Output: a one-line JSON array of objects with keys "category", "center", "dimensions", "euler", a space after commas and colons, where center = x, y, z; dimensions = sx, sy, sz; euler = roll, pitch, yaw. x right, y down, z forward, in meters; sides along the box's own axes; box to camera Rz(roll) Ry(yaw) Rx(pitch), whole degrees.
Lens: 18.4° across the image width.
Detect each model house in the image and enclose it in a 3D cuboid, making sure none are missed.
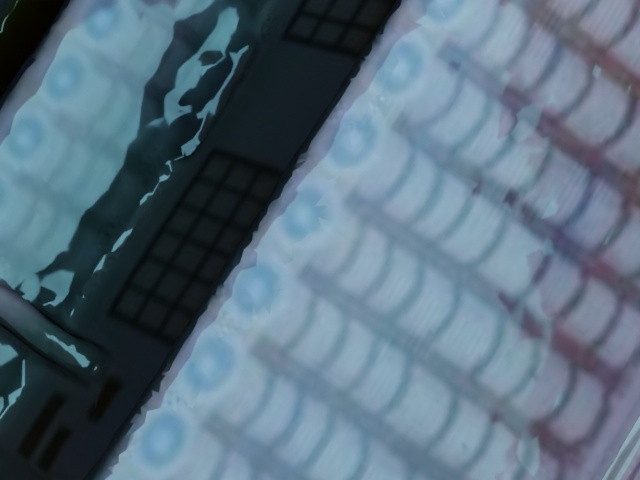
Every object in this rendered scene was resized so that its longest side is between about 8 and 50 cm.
[{"category": "model house", "center": [0.000, 0.000, 0.468], "dimensions": [0.198, 0.215, 0.224], "euler": [41, 76, -40]}]
